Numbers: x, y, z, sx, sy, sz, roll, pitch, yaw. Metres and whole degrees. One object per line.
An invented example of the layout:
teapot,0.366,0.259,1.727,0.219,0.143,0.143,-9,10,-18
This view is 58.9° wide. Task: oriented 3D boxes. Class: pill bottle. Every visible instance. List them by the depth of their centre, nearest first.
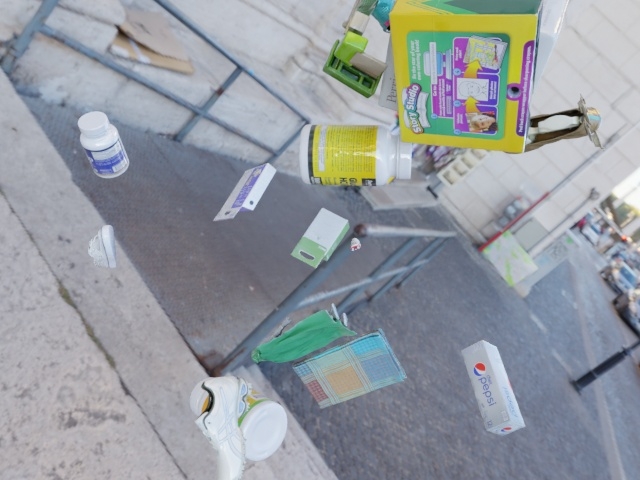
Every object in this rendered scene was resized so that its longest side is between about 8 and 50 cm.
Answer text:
pill bottle,-0.207,0.415,1.361,0.246,0.136,0.136,11,-8,45
pill bottle,-0.658,-0.290,1.712,0.186,0.112,0.112,88,-22,-51
pill bottle,0.111,-0.261,1.744,0.334,0.188,0.188,2,20,9

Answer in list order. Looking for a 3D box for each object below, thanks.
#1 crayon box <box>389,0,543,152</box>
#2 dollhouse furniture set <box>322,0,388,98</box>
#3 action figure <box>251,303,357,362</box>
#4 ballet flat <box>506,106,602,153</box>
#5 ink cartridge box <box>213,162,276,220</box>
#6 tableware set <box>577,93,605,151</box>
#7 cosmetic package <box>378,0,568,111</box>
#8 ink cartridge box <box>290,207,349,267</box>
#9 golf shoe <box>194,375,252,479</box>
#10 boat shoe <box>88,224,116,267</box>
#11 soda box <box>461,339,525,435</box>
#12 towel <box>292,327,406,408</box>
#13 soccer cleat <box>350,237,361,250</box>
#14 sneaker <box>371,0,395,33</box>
crayon box,0.338,-0.389,1.340,0.363,0.313,0.106,75,32,-47
dollhouse furniture set,0.149,-0.563,1.477,0.151,0.301,0.197,25,-14,-13
action figure,-0.054,0.210,1.222,0.137,0.232,0.063,47,24,-43
ballet flat,0.711,-0.356,1.818,0.124,0.342,0.116,1,86,-44
ink cartridge box,-0.241,-0.139,1.791,0.045,0.208,0.206,38,-16,-22
tableware set,0.747,-0.327,1.576,0.168,0.020,0.141,59,24,-24
cosmetic package,0.409,-0.524,1.538,0.394,0.329,0.327,20,49,13
ink cartridge box,0.000,0.000,1.983,0.109,0.209,0.062,28,-18,18
golf shoe,-0.162,0.303,0.894,0.086,0.069,0.176,12,66,-31
boat shoe,-0.718,0.030,1.859,0.084,0.258,0.095,-2,62,-18
soda box,0.558,0.475,1.842,0.098,0.091,0.286,29,37,-36
towel,0.113,0.500,2.167,0.271,0.370,0.040,60,13,-27
soccer cleat,0.101,0.010,1.664,0.083,0.029,0.035,4,67,-77
sneaker,0.267,-0.795,1.907,0.295,0.124,0.178,-46,109,-38
